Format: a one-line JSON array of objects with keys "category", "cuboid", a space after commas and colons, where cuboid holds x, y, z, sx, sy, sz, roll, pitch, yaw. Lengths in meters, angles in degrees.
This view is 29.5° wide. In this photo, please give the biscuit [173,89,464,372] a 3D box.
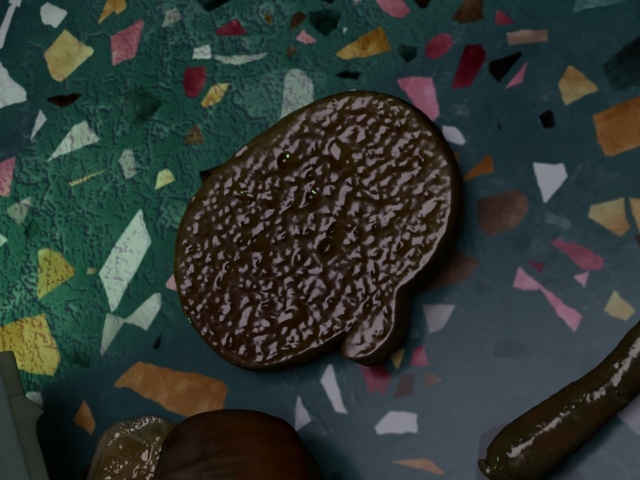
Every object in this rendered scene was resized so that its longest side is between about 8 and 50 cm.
[{"category": "biscuit", "cuboid": [0.003, 0.003, 1.531, 0.394, 0.070, 0.350, -30, 67, 10]}]

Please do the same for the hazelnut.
[{"category": "hazelnut", "cuboid": [-0.090, 0.297, 1.402, 0.186, 0.210, 0.210, -5, 71, 24]}]

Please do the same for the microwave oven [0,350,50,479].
[{"category": "microwave oven", "cuboid": [-0.467, 0.350, 1.465, 0.286, 0.218, 0.355, -10, 66, -29]}]

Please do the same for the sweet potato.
[{"category": "sweet potato", "cuboid": [0.295, 0.183, 1.361, 0.273, 0.075, 0.075, -40, 64, 2]}]

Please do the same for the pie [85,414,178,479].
[{"category": "pie", "cuboid": [-0.220, 0.318, 1.526, 0.195, 0.046, 0.195, -7, 70, 20]}]
